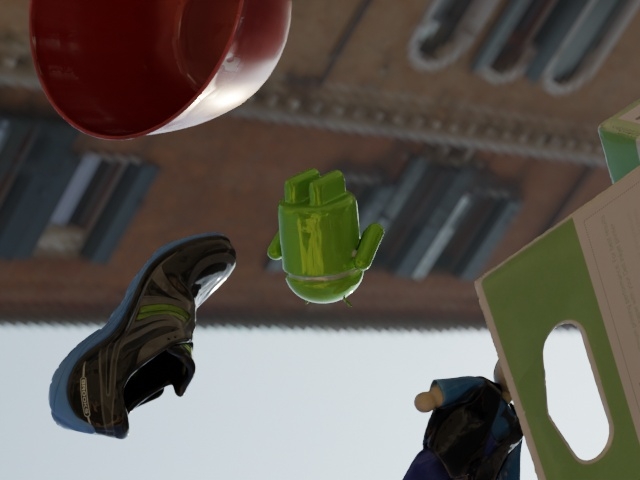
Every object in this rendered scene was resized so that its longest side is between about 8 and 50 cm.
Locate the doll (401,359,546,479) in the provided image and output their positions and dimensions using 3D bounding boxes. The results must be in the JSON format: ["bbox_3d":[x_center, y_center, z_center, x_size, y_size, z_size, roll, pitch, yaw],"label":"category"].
[{"bbox_3d":[0.100,0.155,1.252,0.046,0.189,0.129,6,147,49],"label":"doll"}]

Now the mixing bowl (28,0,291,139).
[{"bbox_3d":[-0.085,-0.143,1.129,0.098,0.181,0.181,12,-151,-51],"label":"mixing bowl"}]

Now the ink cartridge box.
[{"bbox_3d":[0.169,0.021,0.861,0.235,0.171,0.056,-32,-151,-20],"label":"ink cartridge box"}]

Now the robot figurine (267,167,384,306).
[{"bbox_3d":[0.000,0.000,1.490,0.101,0.115,0.067,5,-160,33],"label":"robot figurine"}]

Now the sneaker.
[{"bbox_3d":[-0.111,0.069,1.253,0.078,0.067,0.188,22,-129,20],"label":"sneaker"}]
